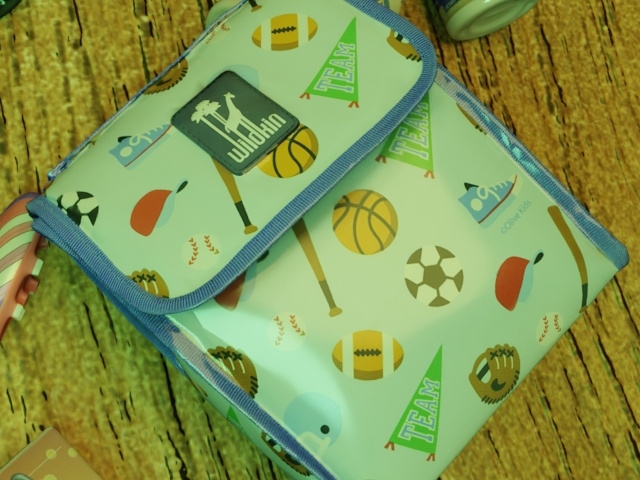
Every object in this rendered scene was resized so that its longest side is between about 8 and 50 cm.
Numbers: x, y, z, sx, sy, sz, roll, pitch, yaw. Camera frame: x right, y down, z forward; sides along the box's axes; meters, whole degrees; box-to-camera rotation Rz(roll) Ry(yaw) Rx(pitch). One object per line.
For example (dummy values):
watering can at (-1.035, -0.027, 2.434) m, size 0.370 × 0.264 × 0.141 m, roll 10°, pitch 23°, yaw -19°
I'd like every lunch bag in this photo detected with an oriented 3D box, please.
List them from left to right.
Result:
lunch bag at (0.000, 0.000, 0.934) m, size 0.385 × 0.239 × 0.328 m, roll 46°, pitch 76°, yaw -3°

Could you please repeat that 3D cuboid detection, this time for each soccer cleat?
soccer cleat at (-0.294, 0.061, 0.919) m, size 0.095 × 0.083 × 0.248 m, roll 21°, pitch 67°, yaw -10°

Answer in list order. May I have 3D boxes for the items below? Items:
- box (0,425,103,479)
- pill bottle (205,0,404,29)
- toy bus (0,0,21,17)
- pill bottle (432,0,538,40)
box at (-0.207, 0.255, 0.860) m, size 0.170 × 0.091 × 0.130 m, roll 47°, pitch 47°, yaw -2°
pill bottle at (0.002, -0.235, 1.120) m, size 0.124 × 0.124 × 0.221 m, roll 48°, pitch 61°, yaw -1°
toy bus at (-0.281, -0.318, 0.984) m, size 0.220 × 0.211 × 0.149 m, roll -37°, pitch 87°, yaw -30°
pill bottle at (0.154, -0.324, 1.222) m, size 0.112 × 0.112 × 0.187 m, roll -19°, pitch 79°, yaw -27°
